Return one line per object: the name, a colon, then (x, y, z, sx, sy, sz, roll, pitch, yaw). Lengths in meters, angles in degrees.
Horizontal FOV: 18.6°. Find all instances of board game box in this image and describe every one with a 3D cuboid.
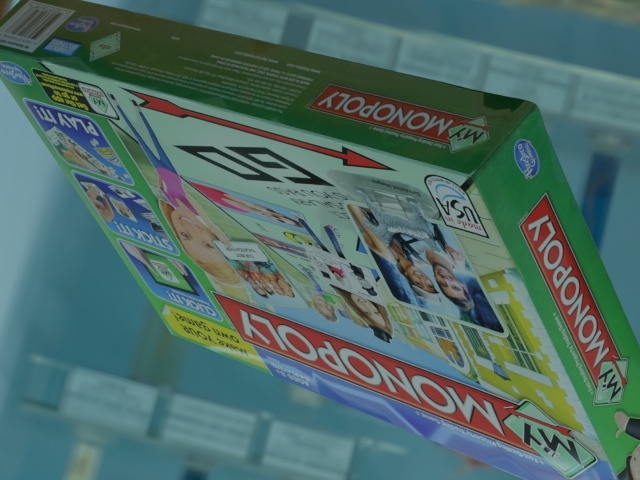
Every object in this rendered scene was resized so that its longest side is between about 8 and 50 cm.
board game box: (0.000, 0.000, 0.886, 0.317, 0.046, 0.213, 18, 147, 44)
